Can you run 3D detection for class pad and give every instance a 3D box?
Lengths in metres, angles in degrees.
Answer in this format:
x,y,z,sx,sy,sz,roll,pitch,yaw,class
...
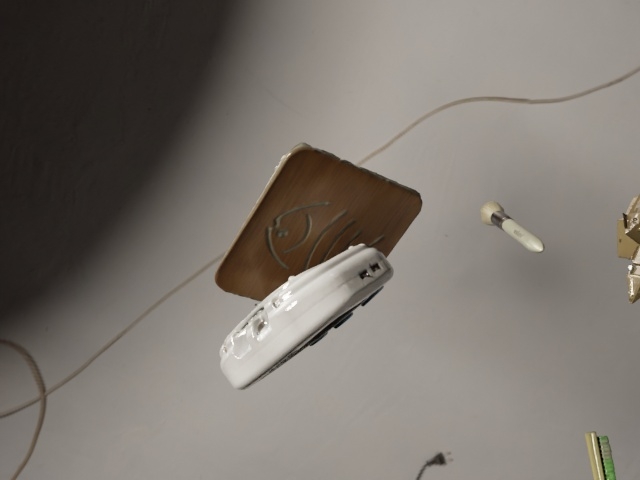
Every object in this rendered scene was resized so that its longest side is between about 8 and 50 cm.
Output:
x,y,z,sx,sy,sz,roll,pitch,yaw,class
0.000,0.000,1.084,0.284,0.018,0.286,19,115,-35,pad

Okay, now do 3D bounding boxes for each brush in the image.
x,y,z,sx,sy,sz,roll,pitch,yaw,class
0.295,-0.018,1.007,0.039,0.299,0.042,-6,104,1,brush
0.700,0.614,1.607,0.048,0.054,0.282,-4,72,5,brush

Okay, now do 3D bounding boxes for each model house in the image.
x,y,z,sx,sy,sz,roll,pitch,yaw,class
0.747,0.024,1.498,0.176,0.181,0.248,28,84,-26,model house

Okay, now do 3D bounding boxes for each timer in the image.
x,y,z,sx,sy,sz,roll,pitch,yaw,class
-0.022,0.106,0.956,0.262,0.237,0.087,-43,78,35,timer
